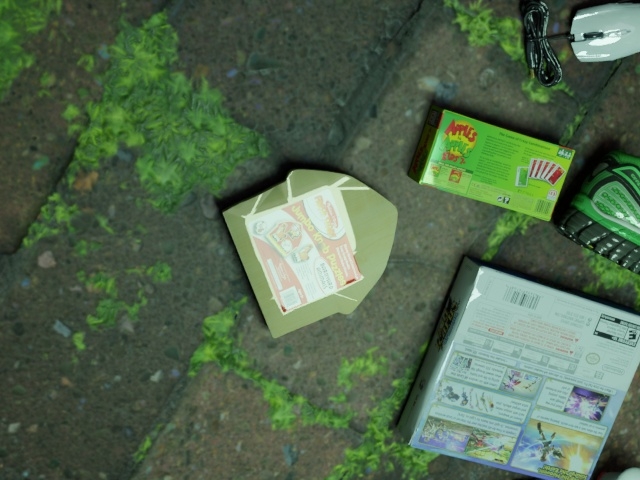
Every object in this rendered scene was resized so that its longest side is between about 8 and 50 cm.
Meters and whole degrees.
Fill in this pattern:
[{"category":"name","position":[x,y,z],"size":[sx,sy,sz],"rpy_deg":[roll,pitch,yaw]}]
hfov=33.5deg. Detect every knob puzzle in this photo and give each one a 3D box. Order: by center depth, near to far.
[{"category":"knob puzzle","position":[0.000,0.000,1.260],"size":[0.213,0.030,0.213],"rpy_deg":[-4,106,-14]}]

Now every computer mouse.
[{"category":"computer mouse","position":[0.337,-0.251,1.274],"size":[0.192,0.042,0.106],"rpy_deg":[-14,107,-11]}]

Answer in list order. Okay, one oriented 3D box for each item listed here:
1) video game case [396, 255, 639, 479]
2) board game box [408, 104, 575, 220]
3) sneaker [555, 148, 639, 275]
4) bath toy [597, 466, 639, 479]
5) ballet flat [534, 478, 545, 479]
[{"category":"video game case","position":[0.264,0.173,1.364],"size":[0.269,0.061,0.244],"rpy_deg":[17,99,-19]},{"category":"board game box","position":[0.206,-0.093,1.282],"size":[0.181,0.043,0.092],"rpy_deg":[14,101,-19]},{"category":"sneaker","position":[0.473,0.001,1.333],"size":[0.343,0.134,0.146],"rpy_deg":[25,97,-20]},{"category":"bath toy","position":[0.524,0.337,1.445],"size":[0.348,0.129,0.152],"rpy_deg":[-8,99,-15]},{"category":"ballet flat","position":[0.260,0.353,1.419],"size":[0.168,0.057,0.052],"rpy_deg":[-29,101,-6]}]
